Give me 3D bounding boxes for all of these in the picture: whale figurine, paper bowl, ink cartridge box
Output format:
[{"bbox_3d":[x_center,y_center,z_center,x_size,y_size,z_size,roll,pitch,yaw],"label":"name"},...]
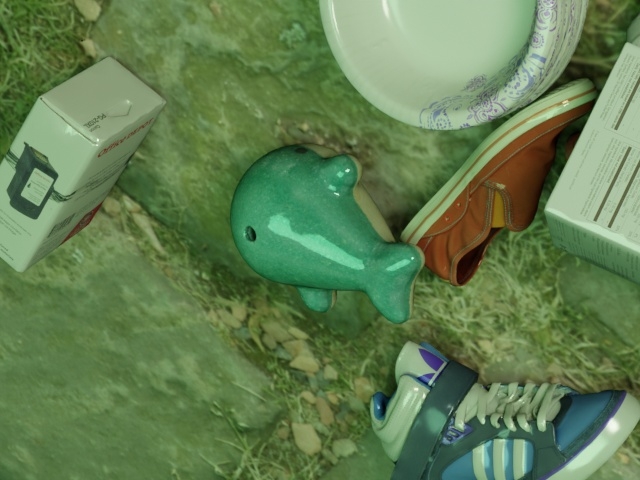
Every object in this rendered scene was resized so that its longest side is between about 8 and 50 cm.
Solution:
[{"bbox_3d":[0.000,0.000,2.021,0.272,0.141,0.216,38,129,35],"label":"whale figurine"},{"bbox_3d":[0.151,-0.268,1.838,0.284,0.148,0.284,11,111,30],"label":"paper bowl"},{"bbox_3d":[-0.320,-0.097,2.153,0.100,0.172,0.237,40,124,4],"label":"ink cartridge box"}]

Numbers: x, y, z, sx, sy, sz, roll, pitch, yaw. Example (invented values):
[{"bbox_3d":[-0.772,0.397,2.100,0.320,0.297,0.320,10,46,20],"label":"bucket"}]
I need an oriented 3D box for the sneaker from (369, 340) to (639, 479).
[{"bbox_3d":[0.199,0.203,2.063,0.236,0.130,0.323,48,130,-6],"label":"sneaker"}]

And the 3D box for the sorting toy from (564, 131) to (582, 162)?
[{"bbox_3d":[0.303,-0.072,1.926,0.042,0.061,0.102,133,131,-63],"label":"sorting toy"}]

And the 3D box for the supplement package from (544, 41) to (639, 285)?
[{"bbox_3d":[0.395,-0.044,1.766,0.263,0.199,0.198,25,85,14],"label":"supplement package"}]

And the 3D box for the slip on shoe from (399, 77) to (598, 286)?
[{"bbox_3d":[0.214,-0.065,1.932,0.101,0.123,0.331,49,131,10],"label":"slip on shoe"}]

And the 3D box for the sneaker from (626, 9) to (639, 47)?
[{"bbox_3d":[0.406,-0.299,1.763,0.281,0.105,0.115,-52,52,38],"label":"sneaker"}]
